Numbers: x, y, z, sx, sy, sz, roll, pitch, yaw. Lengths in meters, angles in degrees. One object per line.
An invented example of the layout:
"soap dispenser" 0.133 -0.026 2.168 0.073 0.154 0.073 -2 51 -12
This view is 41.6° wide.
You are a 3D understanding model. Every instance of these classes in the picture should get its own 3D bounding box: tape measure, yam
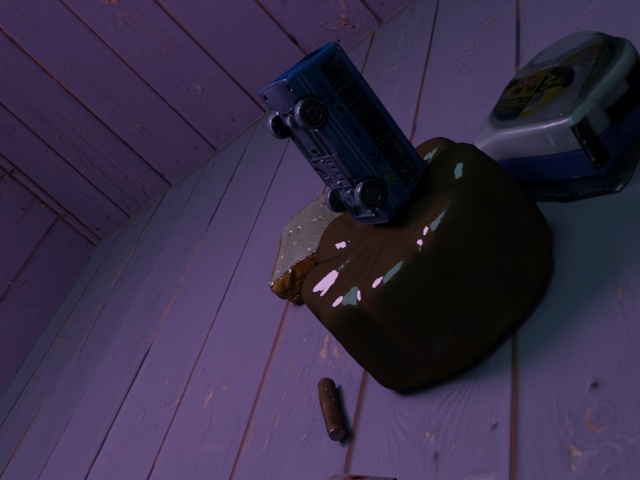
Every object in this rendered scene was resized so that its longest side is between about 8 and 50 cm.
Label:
"tape measure" 0.387 -0.199 1.305 0.262 0.138 0.259 -52 23 -17
"yam" 0.016 0.261 1.304 0.032 0.032 0.145 -42 20 9

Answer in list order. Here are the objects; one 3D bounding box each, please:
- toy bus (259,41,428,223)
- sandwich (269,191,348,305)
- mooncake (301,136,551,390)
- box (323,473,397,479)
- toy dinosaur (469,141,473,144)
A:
"toy bus" 0.036 -0.146 1.180 0.134 0.246 0.113 -44 16 -20
"sandwich" -0.001 -0.001 1.742 0.226 0.087 0.251 -36 22 26
"mooncake" 0.145 0.024 1.262 0.378 0.201 0.378 -38 21 17
"box" 0.050 0.304 1.055 0.083 0.012 0.046 -3 -6 20
"toy dinosaur" 0.282 -0.155 1.584 0.083 0.021 0.062 -8 55 57
